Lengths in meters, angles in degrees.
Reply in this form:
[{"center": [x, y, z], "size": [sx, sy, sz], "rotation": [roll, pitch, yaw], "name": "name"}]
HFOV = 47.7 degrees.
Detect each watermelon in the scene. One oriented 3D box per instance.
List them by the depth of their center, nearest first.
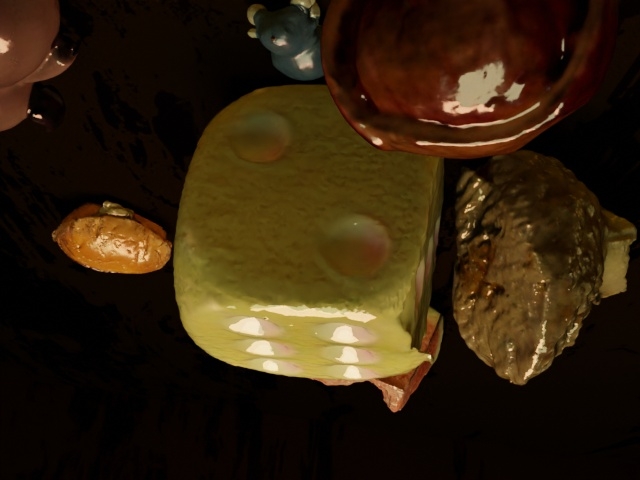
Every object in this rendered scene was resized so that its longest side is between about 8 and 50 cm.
[{"center": [0.068, 0.168, 1.191], "size": [0.318, 0.226, 0.148], "rotation": [2, 131, -15], "name": "watermelon"}]

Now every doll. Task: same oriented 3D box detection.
[{"center": [-0.303, -0.180, 0.625], "size": [0.181, 0.117, 0.257], "rotation": [16, 154, -17], "name": "doll"}, {"center": [-0.025, -0.175, 0.638], "size": [0.076, 0.051, 0.083], "rotation": [-2, 156, 32], "name": "doll"}]

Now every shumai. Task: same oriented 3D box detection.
[{"center": [0.262, 0.024, 0.802], "size": [0.218, 0.256, 0.189], "rotation": [-9, -160, -29], "name": "shumai"}]

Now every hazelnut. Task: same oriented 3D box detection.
[{"center": [0.100, -0.140, 0.523], "size": [0.201, 0.170, 0.161], "rotation": [-6, 154, 5], "name": "hazelnut"}]

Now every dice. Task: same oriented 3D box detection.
[{"center": [0.000, 0.000, 0.771], "size": [0.254, 0.250, 0.252], "rotation": [3, 156, 10], "name": "dice"}]

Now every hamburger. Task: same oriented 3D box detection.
[{"center": [-0.304, -0.006, 1.051], "size": [0.175, 0.087, 0.102], "rotation": [15, 157, -9], "name": "hamburger"}]
